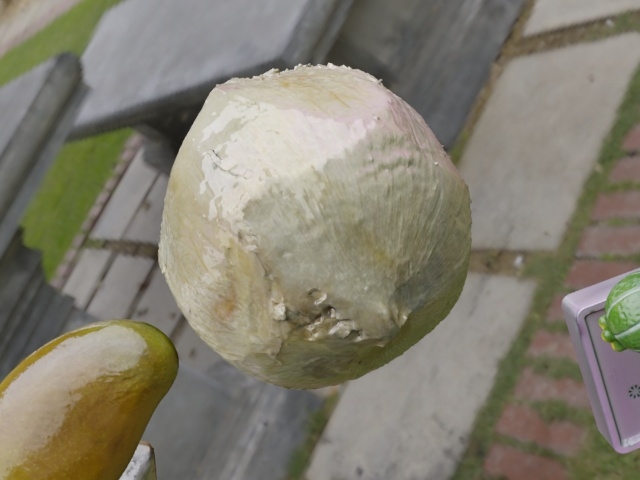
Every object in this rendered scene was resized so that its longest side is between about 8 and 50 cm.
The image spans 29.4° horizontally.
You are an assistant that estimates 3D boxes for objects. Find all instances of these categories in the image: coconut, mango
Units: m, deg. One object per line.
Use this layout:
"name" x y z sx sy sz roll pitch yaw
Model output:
"coconut" 0.000 0.000 1.501 0.404 0.404 0.404 -45 26 30
"mango" -0.218 0.156 1.074 0.227 0.136 0.099 -47 -1 11

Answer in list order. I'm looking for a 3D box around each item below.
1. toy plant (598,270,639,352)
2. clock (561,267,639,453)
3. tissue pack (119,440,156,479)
"toy plant" 0.365 0.061 1.279 0.162 0.093 0.093 -40 29 30
"clock" 0.388 0.138 1.463 0.150 0.197 0.063 -21 16 -3
"tissue pack" -0.326 0.405 1.510 0.238 0.238 0.305 -89 2 -51
